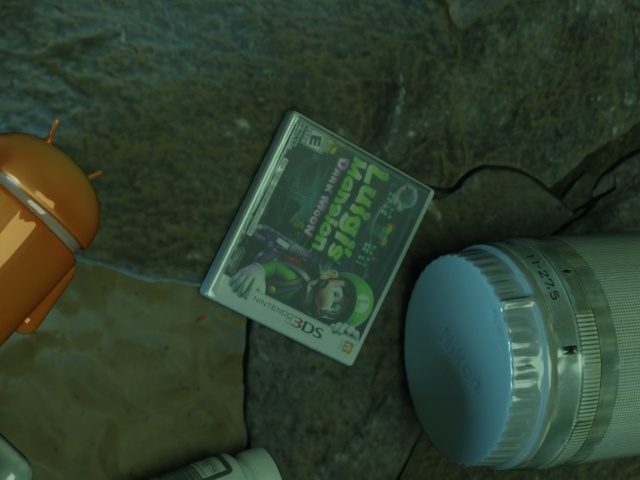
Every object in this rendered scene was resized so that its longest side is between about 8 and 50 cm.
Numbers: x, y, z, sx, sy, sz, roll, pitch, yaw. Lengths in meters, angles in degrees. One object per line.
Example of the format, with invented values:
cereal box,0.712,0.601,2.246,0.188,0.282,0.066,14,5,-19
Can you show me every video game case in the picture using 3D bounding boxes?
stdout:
video game case,0.000,0.000,1.463,0.173,0.022,0.190,28,85,-27

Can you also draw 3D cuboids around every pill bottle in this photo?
pill bottle,-0.106,0.240,1.415,0.137,0.078,0.078,-17,105,-23

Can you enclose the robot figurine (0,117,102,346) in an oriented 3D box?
robot figurine,-0.269,0.003,1.274,0.158,0.128,0.219,43,79,-14

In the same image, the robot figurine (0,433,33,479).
robot figurine,-0.390,0.266,1.208,0.353,0.200,0.300,-48,150,-11

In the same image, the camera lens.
camera lens,0.246,0.103,1.489,0.274,0.219,0.219,-4,99,-26
